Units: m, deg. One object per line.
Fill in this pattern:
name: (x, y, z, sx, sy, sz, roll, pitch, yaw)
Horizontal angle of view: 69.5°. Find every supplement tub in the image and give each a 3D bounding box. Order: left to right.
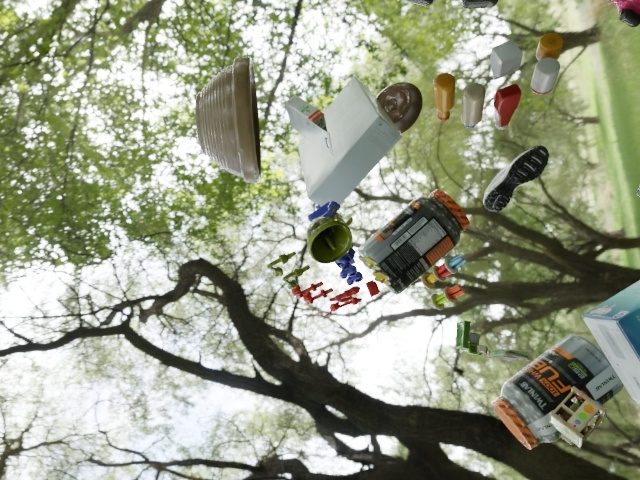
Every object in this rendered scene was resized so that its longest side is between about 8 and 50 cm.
supplement tub: (0.308, 0.001, 1.520, 0.207, 0.338, 0.207, 49, -178, -2)
supplement tub: (0.659, 0.429, 1.303, 0.194, 0.316, 0.193, 53, 176, 5)

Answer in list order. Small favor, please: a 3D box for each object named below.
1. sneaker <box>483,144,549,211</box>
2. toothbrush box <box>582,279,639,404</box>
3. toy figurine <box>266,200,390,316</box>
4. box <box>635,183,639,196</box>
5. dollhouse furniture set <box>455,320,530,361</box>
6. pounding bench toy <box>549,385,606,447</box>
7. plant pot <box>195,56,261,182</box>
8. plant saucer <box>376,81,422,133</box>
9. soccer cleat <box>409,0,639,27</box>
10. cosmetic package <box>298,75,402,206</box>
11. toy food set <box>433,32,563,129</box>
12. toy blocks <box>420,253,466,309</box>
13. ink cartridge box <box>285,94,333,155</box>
sneaker: (0.665, -0.226, 1.599, 0.100, 0.271, 0.108, 33, -148, -10)
toothbrush box: (0.729, 0.172, 0.917, 0.216, 0.295, 0.126, 61, 177, 3)
toy figurine: (0.000, 0.000, 1.039, 0.362, 0.191, 0.217, 46, -160, -55)
box: (0.388, -0.042, 0.426, 0.094, 0.137, 0.027, -113, 14, -49)
dollhouse furniture set: (0.367, 0.219, 0.996, 0.151, 0.076, 0.059, 13, -109, -7)
pounding bench toy: (0.397, 0.274, 0.711, 0.065, 0.052, 0.083, -42, -43, -10)
plant pot: (-0.178, -0.229, 0.897, 0.237, 0.109, 0.237, 177, 90, -86)
plant saucer: (0.245, -0.447, 1.549, 0.036, 0.198, 0.199, 21, -117, -52)
soccer cleat: (0.205, -0.231, 0.308, 0.116, 0.331, 0.143, -144, 62, -88)
cosmetic package: (0.066, -0.289, 1.340, 0.097, 0.284, 0.377, 34, -156, -26)
toy food set: (0.332, -0.277, 0.849, 0.104, 0.232, 0.111, 60, -172, -64)
toy blocks: (0.374, 0.117, 1.333, 0.054, 0.148, 0.123, -2, -119, -40)
ink cartridge box: (-0.012, -0.205, 0.822, 0.029, 0.115, 0.063, -43, -28, -15)
